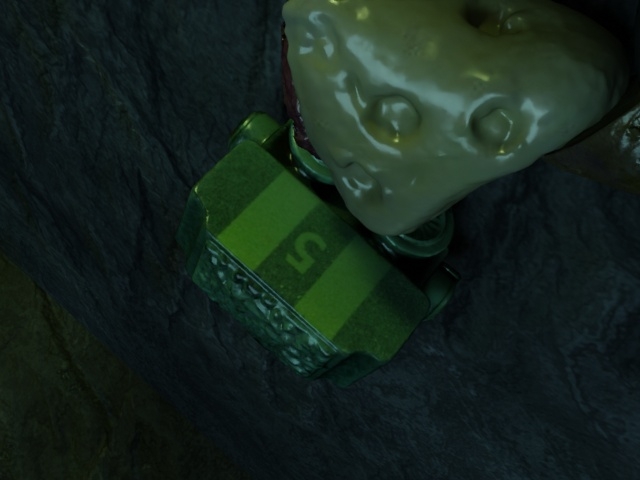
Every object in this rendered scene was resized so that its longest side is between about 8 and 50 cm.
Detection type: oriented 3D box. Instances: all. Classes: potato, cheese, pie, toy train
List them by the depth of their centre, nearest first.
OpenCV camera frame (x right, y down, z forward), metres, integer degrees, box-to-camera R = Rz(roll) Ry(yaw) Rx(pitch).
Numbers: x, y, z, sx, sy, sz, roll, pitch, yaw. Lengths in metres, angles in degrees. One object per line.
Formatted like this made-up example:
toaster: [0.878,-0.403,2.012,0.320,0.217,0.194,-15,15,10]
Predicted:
potato: [0.245,-0.066,0.583,0.100,0.089,0.172,43,147,-9]
cheese: [0.104,-0.103,0.616,0.251,0.174,0.248,22,143,18]
pie: [0.005,-0.144,0.683,0.038,0.154,0.154,0,132,28]
toy train: [0.000,0.000,0.785,0.299,0.238,0.167,40,152,1]

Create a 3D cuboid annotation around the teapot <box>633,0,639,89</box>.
teapot: [0.295,-0.012,0.384,0.223,0.285,0.305,-8,143,29]
